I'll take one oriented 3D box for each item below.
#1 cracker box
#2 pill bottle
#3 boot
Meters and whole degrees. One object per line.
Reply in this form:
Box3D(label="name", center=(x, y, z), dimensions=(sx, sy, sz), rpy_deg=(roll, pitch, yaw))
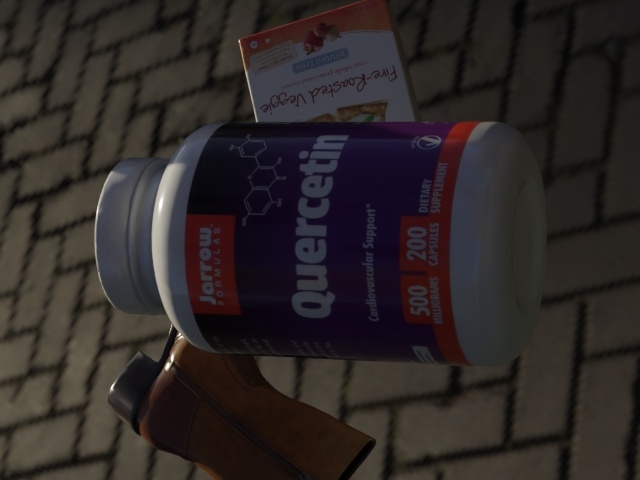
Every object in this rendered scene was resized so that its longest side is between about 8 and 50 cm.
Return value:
Box3D(label="cracker box", center=(0.021, -0.109, 1.732), dimensions=(0.155, 0.067, 0.232), rpy_deg=(-17, 71, 9))
Box3D(label="pill bottle", center=(0.000, 0.000, 1.330), dimensions=(0.322, 0.181, 0.182), rpy_deg=(1, 60, 20))
Box3D(label="boot", center=(-0.059, 0.148, 1.875), dimensions=(0.280, 0.096, 0.264), rpy_deg=(31, 74, 30))
